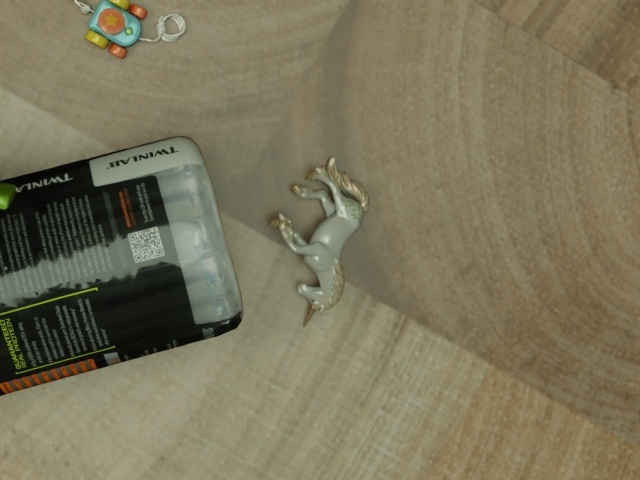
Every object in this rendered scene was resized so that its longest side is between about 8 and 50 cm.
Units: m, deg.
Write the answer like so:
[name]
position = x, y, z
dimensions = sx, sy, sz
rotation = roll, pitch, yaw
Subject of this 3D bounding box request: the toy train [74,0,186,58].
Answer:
[toy train]
position = -0.209, -0.274, 1.558
dimensions = 0.125, 0.046, 0.166
rotation = -23, 96, -4

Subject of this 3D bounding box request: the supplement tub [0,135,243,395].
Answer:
[supplement tub]
position = -0.260, 0.032, 1.494
dimensions = 0.338, 0.207, 0.207
rotation = -15, 96, -6

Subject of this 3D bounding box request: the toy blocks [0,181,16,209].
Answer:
[toy blocks]
position = -0.470, 0.049, 1.315
dimensions = 0.381, 0.191, 0.261
rotation = 7, 105, -6

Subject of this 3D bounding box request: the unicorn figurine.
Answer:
[unicorn figurine]
position = 0.000, 0.000, 1.592
dimensions = 0.111, 0.060, 0.162
rotation = 40, 83, -18
